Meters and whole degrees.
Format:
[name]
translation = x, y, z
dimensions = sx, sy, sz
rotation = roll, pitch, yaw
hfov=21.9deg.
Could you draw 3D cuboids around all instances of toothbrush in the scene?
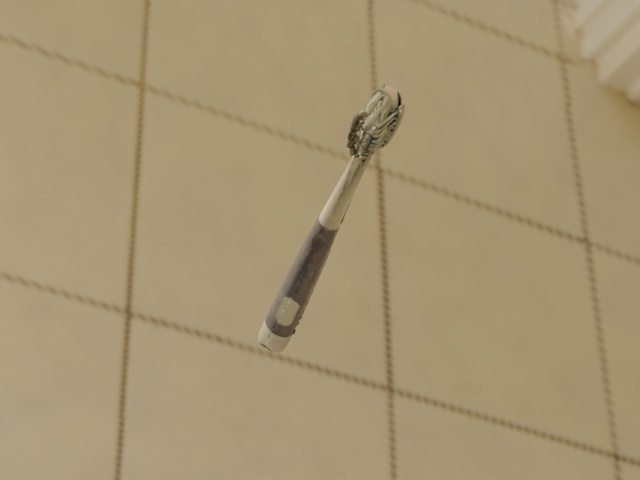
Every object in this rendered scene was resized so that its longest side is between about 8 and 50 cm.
[toothbrush]
translation = 0.000, 0.000, 0.974
dimensions = 0.024, 0.288, 0.026
rotation = 35, 57, 6
